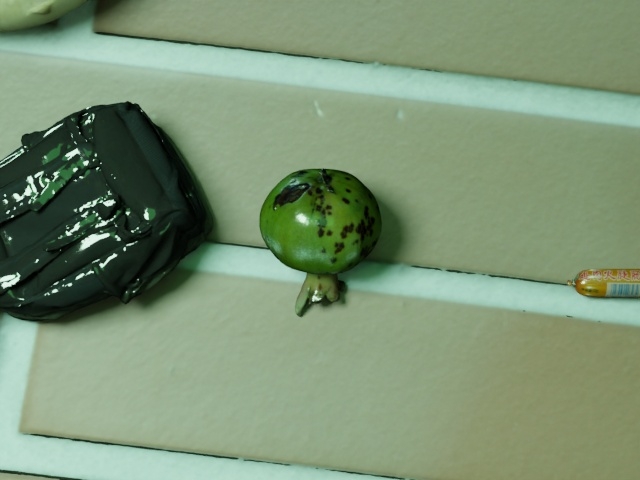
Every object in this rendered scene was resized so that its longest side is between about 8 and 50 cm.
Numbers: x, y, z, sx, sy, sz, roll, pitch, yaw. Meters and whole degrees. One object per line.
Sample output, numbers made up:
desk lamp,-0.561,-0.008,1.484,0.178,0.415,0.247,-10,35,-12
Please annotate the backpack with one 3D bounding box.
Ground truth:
backpack,-0.250,-0.022,1.412,0.258,0.133,0.206,-29,72,-3

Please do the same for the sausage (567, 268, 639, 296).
sausage,0.305,0.043,1.452,0.107,0.031,0.031,1,72,-2

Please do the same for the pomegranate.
pomegranate,0.000,0.000,1.424,0.122,0.122,0.161,2,110,-1

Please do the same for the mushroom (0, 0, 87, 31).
mushroom,-0.348,-0.376,1.409,0.314,0.336,0.314,-2,68,5
